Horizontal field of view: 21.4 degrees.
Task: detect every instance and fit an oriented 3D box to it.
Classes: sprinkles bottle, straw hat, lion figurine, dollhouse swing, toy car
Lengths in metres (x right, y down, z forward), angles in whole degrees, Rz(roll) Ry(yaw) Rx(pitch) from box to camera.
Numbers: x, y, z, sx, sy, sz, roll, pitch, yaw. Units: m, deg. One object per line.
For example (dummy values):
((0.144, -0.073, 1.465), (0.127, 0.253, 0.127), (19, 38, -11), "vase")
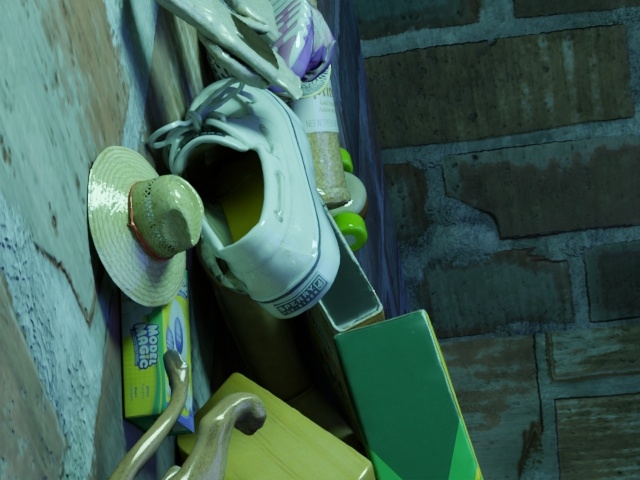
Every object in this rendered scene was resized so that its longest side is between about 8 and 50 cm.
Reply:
((-0.047, -0.210, 2.122), (0.121, 0.121, 0.355), (12, 69, -82), "sprinkles bottle")
((-0.133, -0.021, 1.439), (0.144, 0.061, 0.144), (39, 42, -46), "straw hat")
((-0.114, 0.299, 1.289), (0.240, 0.142, 0.392), (-25, 95, -52), "lion figurine")
((-0.090, 0.386, 1.630), (0.315, 0.305, 0.347), (28, -41, 46), "dollhouse swing")
((0.000, 0.000, 2.263), (0.188, 0.149, 0.155), (75, 3, -46), "toy car")

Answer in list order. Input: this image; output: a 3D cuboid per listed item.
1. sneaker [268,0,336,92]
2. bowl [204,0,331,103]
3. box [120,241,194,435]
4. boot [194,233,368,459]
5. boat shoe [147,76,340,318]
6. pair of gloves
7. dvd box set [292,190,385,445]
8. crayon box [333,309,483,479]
((-0.027, -0.218, 1.892), (0.104, 0.095, 0.236), (48, 16, -23), "sneaker")
((-0.078, -0.217, 2.006), (0.080, 0.170, 0.170), (-42, -145, 40), "bowl")
((-0.146, 0.078, 1.512), (0.105, 0.043, 0.179), (59, 24, -72), "box")
((-0.043, 0.138, 1.836), (0.236, 0.089, 0.269), (47, -18, 44), "boot")
((-0.099, -0.080, 1.674), (0.156, 0.136, 0.367), (43, 17, -36), "boat shoe")
((-0.100, -0.248, 1.699), (0.204, 0.042, 0.240), (43, 19, -29), "pair of gloves")
((-0.005, 0.074, 1.960), (0.420, 0.062, 0.307), (80, -17, -58), "dvd box set")
((0.122, 0.285, 1.729), (0.363, 0.106, 0.313), (70, 3, -64), "crayon box")
